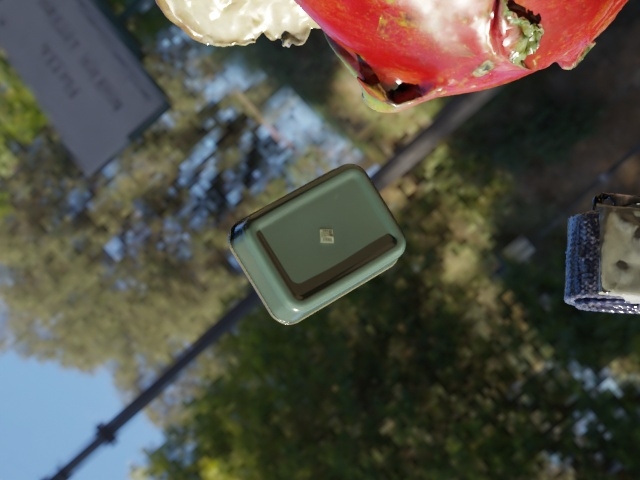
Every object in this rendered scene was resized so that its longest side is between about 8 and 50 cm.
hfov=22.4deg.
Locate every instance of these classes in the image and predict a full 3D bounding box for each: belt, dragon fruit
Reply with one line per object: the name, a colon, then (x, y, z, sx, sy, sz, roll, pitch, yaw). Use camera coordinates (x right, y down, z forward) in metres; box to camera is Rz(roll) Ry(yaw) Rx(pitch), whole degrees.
belt: (0.375, 0.015, 1.709, 0.139, 0.230, 0.126, 48, -133, -75)
dragon fruit: (0.058, -0.198, 0.904, 0.269, 0.200, 0.198, 49, -160, -13)

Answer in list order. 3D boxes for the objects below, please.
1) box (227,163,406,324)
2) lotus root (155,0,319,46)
box: (0.000, 0.000, 1.227, 0.091, 0.126, 0.031, 60, 152, 4)
lotus root: (0.001, -0.222, 1.094, 0.074, 0.260, 0.170, -82, -29, -55)
